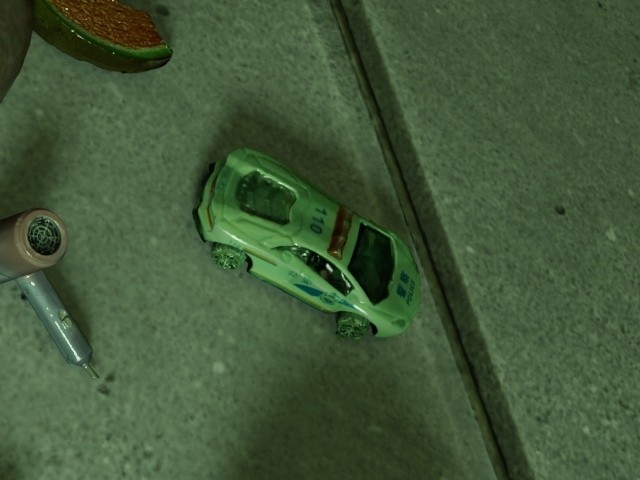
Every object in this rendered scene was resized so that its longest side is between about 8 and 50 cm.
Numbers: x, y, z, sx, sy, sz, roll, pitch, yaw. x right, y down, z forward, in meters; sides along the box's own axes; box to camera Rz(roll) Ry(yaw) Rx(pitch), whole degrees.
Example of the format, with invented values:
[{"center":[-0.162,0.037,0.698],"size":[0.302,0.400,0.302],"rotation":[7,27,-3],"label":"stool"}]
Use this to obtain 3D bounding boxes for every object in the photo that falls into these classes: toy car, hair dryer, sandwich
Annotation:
[{"center":[0.000,0.000,0.881],"size":[0.186,0.058,0.093],"rotation":[30,52,-18],"label":"toy car"},{"center":[-0.162,0.037,0.756],"size":[0.037,0.063,0.114],"rotation":[-41,109,-41],"label":"hair dryer"},{"center":[-0.165,-0.157,0.864],"size":[0.135,0.029,0.067],"rotation":[37,46,-13],"label":"sandwich"}]

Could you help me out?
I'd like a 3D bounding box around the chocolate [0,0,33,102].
[{"center":[-0.265,-0.113,0.739],"size":[0.161,0.083,0.261],"rotation":[35,52,-18],"label":"chocolate"}]
